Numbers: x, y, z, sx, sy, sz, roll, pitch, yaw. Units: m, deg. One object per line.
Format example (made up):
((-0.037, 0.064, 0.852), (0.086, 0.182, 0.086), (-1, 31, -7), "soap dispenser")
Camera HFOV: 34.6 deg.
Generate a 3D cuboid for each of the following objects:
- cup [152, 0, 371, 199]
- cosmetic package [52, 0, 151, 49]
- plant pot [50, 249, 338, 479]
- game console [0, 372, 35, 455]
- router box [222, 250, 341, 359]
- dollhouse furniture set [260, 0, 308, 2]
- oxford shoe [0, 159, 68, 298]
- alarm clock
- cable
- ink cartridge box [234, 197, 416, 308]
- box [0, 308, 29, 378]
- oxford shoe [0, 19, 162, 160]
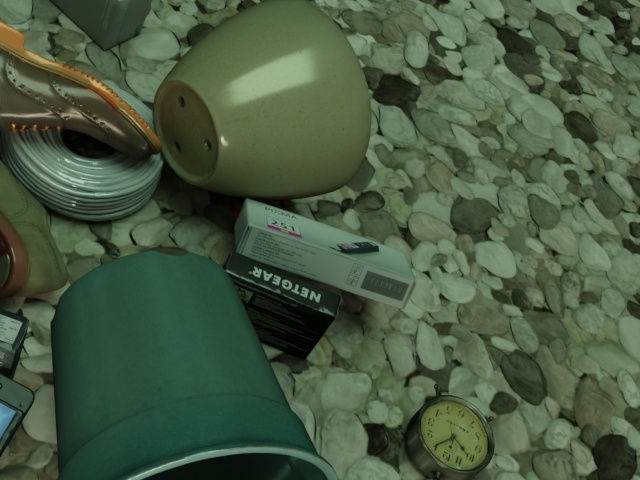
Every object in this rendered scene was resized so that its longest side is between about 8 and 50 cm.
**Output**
((-0.121, -0.199, 1.616), (0.237, 0.331, 0.331), (-23, 67, -38), "cup")
((-0.415, -0.467, 1.825), (0.238, 0.127, 0.107), (44, 48, 13), "cosmetic package")
((-0.187, 0.214, 1.286), (0.341, 0.341, 0.334), (1, 46, -26), "plant pot")
((-0.414, 0.201, 1.173), (0.124, 0.085, 0.144), (29, 66, -3), "game console")
((-0.076, 0.100, 1.540), (0.179, 0.133, 0.046), (23, 48, -9), "router box")
((-0.015, -0.382, 1.836), (0.198, 0.303, 0.286), (41, 48, 9), "dollhouse furniture set")
((-0.481, -0.052, 1.496), (0.130, 0.123, 0.348), (9, 44, -55), "oxford shoe")
((0.187, 0.316, 1.548), (0.129, 0.064, 0.192), (31, 45, -1), "alarm clock")
((-0.369, -0.151, 1.621), (0.257, 0.089, 0.257), (40, 47, 7), "cable")
((0.000, 0.000, 1.632), (0.275, 0.060, 0.239), (19, 19, -13), "ink cartridge box")
((-0.493, 0.125, 1.277), (0.233, 0.183, 0.059), (21, 48, -9), "box")
((-0.410, -0.202, 1.525), (0.364, 0.130, 0.132), (30, 78, -11), "oxford shoe")
